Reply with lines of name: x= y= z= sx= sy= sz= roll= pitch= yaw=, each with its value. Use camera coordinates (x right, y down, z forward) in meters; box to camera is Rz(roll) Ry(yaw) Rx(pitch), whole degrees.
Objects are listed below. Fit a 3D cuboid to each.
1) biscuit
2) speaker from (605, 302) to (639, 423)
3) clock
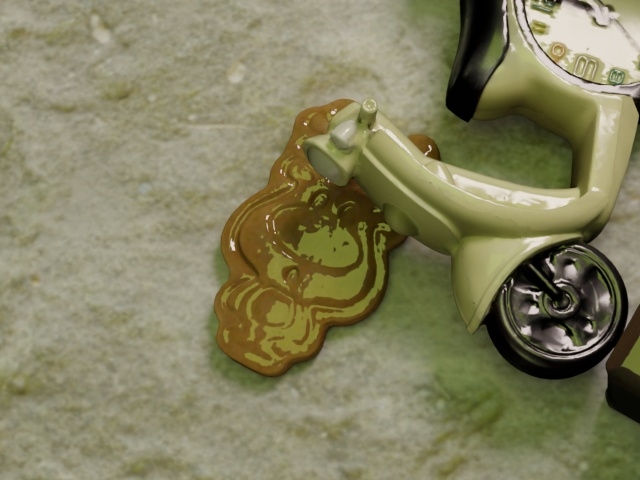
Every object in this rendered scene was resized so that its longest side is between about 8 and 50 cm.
biscuit: x=-0.003 y=-0.001 z=1.298 sx=0.144 sy=0.040 sz=0.236 roll=28 pitch=80 yaw=21
speaker: x=0.331 y=0.050 z=1.158 sx=0.192 sy=0.153 sz=0.231 roll=29 pitch=83 yaw=15
clock: x=0.148 y=-0.103 z=1.242 sx=0.276 sy=0.120 sz=0.379 roll=22 pitch=72 yaw=3
